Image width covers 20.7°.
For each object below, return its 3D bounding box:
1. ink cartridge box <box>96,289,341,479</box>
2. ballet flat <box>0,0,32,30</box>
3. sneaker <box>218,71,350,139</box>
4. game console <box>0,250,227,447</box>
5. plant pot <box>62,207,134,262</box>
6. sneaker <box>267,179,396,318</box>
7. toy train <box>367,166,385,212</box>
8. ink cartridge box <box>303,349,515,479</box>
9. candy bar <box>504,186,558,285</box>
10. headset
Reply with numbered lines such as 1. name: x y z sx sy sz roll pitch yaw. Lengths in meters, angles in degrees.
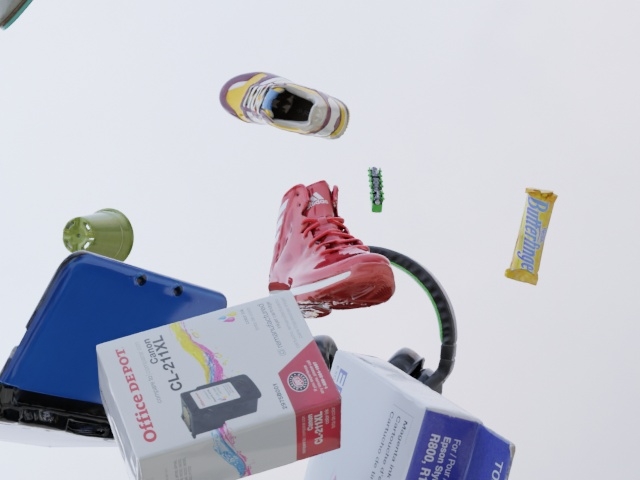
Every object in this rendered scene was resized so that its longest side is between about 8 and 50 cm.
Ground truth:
1. ink cartridge box: -0.085 0.130 1.451 0.175 0.127 0.072 -16 -39 -14
2. ballet flat: -0.247 -0.286 1.593 0.213 0.068 0.072 -51 18 -12
3. sneaker: -0.057 -0.169 2.108 0.084 0.185 0.069 15 -91 -58
4. game console: -0.278 0.123 1.864 0.250 0.173 0.293 -4 -14 30
5. plant pot: -0.307 -0.005 2.370 0.083 0.083 0.079 -44 -17 15
6. sneaker: 0.000 0.000 1.611 0.087 0.128 0.221 4 -10 -26
7. toy train: 0.063 -0.058 2.012 0.017 0.083 0.023 3 -60 -3
8. ink cartridge box: 0.060 0.308 1.811 0.071 0.330 0.324 13 -85 -22
9. candy bar: 0.242 -0.006 2.009 0.161 0.040 0.018 96 -167 -50
10. headset: 0.042 0.202 2.296 0.185 0.243 0.394 2 -83 -79
